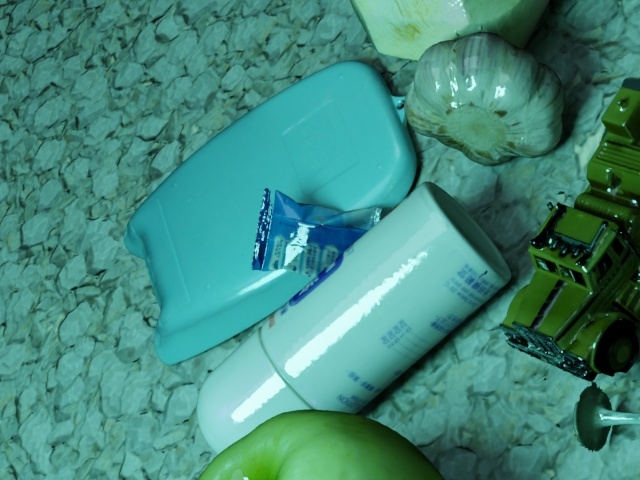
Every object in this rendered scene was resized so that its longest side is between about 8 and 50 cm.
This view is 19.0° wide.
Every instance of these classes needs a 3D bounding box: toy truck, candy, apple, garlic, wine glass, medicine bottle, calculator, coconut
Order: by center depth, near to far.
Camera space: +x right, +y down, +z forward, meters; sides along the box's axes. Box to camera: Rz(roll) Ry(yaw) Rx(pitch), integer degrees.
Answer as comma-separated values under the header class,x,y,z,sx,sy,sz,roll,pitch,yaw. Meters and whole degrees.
class,x,y,z,sx,sy,sz,roll,pitch,yaw
wine glass,0.316,0.153,1.630,0.198,0.066,0.066,-3,62,41
apple,0.007,0.280,1.678,0.279,0.279,0.279,-22,51,30
toy truck,0.262,-0.004,1.722,0.127,0.127,0.257,23,78,43
medicine bottle,0.021,0.099,1.876,0.341,0.130,0.130,-42,44,13
garlic,0.164,-0.144,1.899,0.159,0.147,0.102,7,51,13
candy,0.000,-0.001,1.975,0.136,0.038,0.088,10,90,10
coconut,0.138,-0.282,1.980,0.237,0.237,0.197,-8,18,38
calculator,-0.056,-0.044,2.095,0.386,0.054,0.256,-34,47,15

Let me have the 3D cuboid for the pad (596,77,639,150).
class,x,y,z,sx,sy,sz,roll,pitch,yaw
pad,0.348,-0.100,1.806,0.193,0.004,0.116,7,69,43
